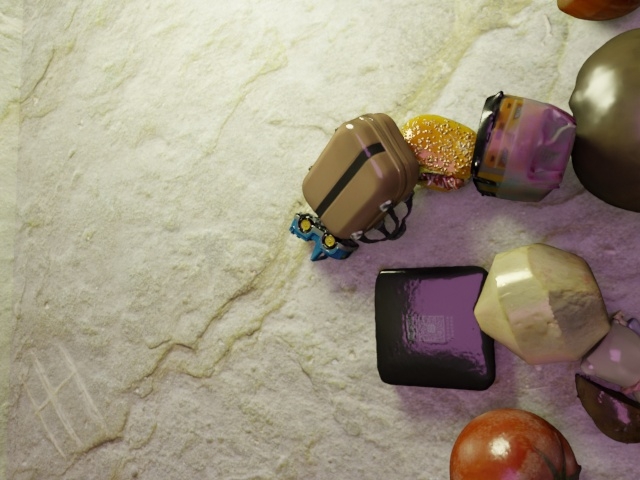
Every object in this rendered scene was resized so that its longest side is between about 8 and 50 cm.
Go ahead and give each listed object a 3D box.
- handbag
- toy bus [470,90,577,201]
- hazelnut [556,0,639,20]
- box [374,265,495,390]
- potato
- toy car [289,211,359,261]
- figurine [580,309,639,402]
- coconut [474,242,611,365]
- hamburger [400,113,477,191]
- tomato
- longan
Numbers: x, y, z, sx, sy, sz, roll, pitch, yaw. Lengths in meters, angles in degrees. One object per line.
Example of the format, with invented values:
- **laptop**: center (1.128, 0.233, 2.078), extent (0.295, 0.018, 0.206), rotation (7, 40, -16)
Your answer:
- **handbag**: center (0.108, -0.122, 1.170), extent (0.283, 0.149, 0.302), rotation (56, 141, 11)
- **toy bus**: center (0.402, -0.173, 0.966), extent (0.162, 0.386, 0.171), rotation (14, 95, 20)
- **hazelnut**: center (0.596, -0.562, 1.004), extent (0.214, 0.176, 0.214), rotation (0, 102, -1)
- **box**: center (0.275, 0.209, 1.181), extent (0.289, 0.073, 0.290), rotation (-4, 86, 24)
- **potato**: center (0.606, 0.364, 1.011), extent (0.172, 0.089, 0.100), rotation (28, 102, 22)
- **toy car**: center (0.000, 0.000, 1.302), extent (0.191, 0.097, 0.100), rotation (33, 107, 23)
- **figurine**: center (0.666, 0.267, 0.969), extent (0.235, 0.127, 0.155), rotation (36, 67, 17)
- **coconut**: center (0.451, 0.136, 1.015), extent (0.259, 0.259, 0.259), rotation (-1, 88, 25)
- **hamburger**: center (0.280, -0.209, 1.168), extent (0.210, 0.116, 0.173), rotation (27, 98, 22)
- **tomato**: center (0.397, 0.491, 1.018), extent (0.265, 0.265, 0.265), rotation (-1, 88, 25)
- **longan**: center (0.619, -0.224, 0.921), extent (0.288, 0.288, 0.350), rotation (-10, 86, 24)
